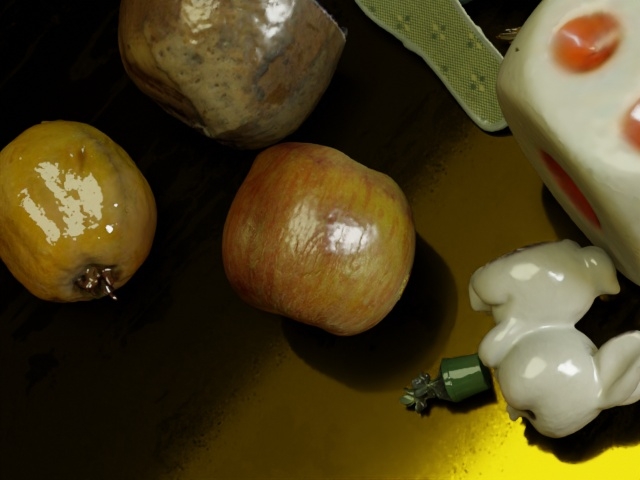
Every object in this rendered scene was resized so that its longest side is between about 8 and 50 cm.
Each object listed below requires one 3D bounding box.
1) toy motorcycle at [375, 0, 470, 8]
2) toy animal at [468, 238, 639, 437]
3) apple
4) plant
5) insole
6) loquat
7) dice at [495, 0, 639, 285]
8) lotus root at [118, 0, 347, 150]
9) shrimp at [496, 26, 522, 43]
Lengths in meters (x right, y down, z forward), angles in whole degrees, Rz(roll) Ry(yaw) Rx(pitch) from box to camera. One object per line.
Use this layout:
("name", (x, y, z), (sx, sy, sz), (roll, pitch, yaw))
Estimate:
("toy motorcycle", (0.182, -0.362, 1.975), (0.204, 0.108, 0.239), (25, 105, 28))
("toy animal", (0.250, 0.095, 1.745), (0.178, 0.127, 0.193), (-28, 73, 9))
("apple", (0.000, 0.000, 1.824), (0.211, 0.211, 0.188), (21, 86, 24))
("plant", (0.129, 0.153, 1.813), (0.102, 0.051, 0.051), (-19, 64, 15))
("insole", (0.122, -0.255, 1.954), (0.109, 0.007, 0.322), (-47, 71, 28))
("loquat", (-0.288, -0.029, 1.947), (0.187, 0.176, 0.234), (-30, 74, 4))
("dice", (0.371, -0.141, 1.711), (0.304, 0.304, 0.277), (-37, 63, 1))
("lotus root", (-0.123, -0.218, 1.939), (0.272, 0.272, 0.192), (23, 87, 24))
("shrimp", (0.254, -0.213, 1.935), (0.114, 0.023, 0.083), (5, 73, 15))
